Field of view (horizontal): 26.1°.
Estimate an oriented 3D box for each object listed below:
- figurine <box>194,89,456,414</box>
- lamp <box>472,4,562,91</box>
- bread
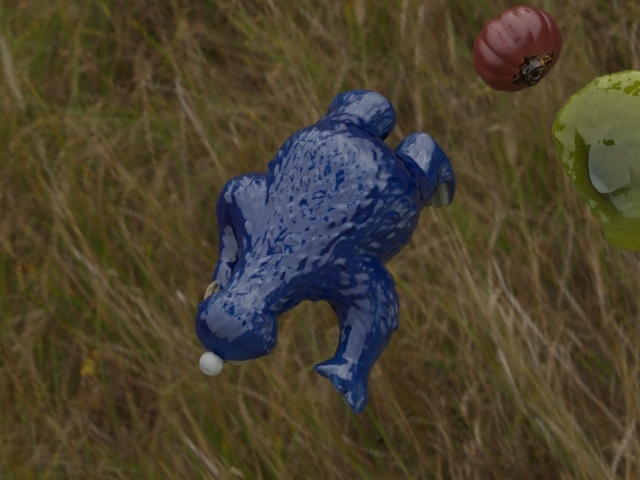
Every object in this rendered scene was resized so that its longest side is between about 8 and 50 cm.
[{"bbox_3d":[-0.004,-0.007,1.016,0.164,0.121,0.262,20,57,8],"label":"figurine"},{"bbox_3d":[0.227,-0.221,1.596,0.107,0.107,0.092,-28,57,-1],"label":"lamp"},{"bbox_3d":[0.243,-0.064,0.990,0.111,0.129,0.114,-24,-3,36],"label":"bread"}]
